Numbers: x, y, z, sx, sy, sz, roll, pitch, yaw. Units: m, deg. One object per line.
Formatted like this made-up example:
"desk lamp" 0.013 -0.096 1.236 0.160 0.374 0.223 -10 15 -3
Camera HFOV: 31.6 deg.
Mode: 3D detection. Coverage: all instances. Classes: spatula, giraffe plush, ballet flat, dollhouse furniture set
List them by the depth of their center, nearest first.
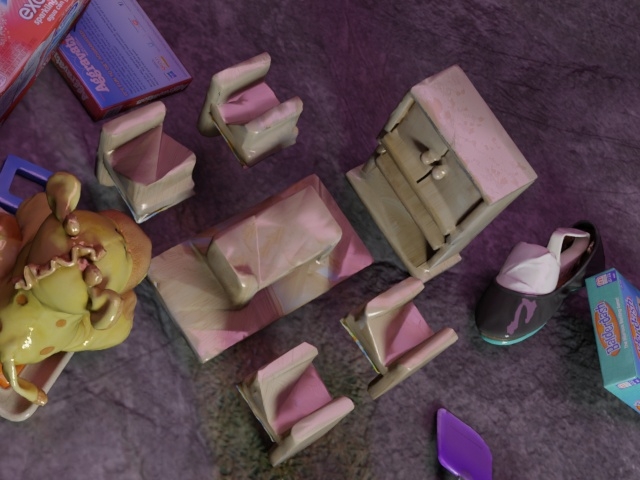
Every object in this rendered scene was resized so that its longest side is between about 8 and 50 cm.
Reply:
"giraffe plush" -0.223 0.024 0.985 0.181 0.170 0.210 47 41 -9
"spatula" 0.135 0.308 1.212 0.084 0.030 0.296 36 46 -14
"dollhouse furniture set" 0.000 0.000 1.246 0.394 0.256 0.362 -29 79 -23
"ballet flat" 0.283 0.039 1.457 0.095 0.096 0.280 18 29 31

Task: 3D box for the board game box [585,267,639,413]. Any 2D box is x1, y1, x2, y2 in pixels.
"board game box" 0.425 0.151 1.477 0.210 0.047 0.160 35 42 -40

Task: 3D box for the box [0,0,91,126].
"box" -0.328 -0.230 1.153 0.123 0.128 0.257 32 54 -10

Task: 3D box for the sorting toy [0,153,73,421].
"sorting toy" -0.309 0.048 1.054 0.196 0.047 0.347 36 46 -10

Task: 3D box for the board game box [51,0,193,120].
"board game box" -0.282 -0.273 1.311 0.145 0.027 0.281 -28 80 -45
